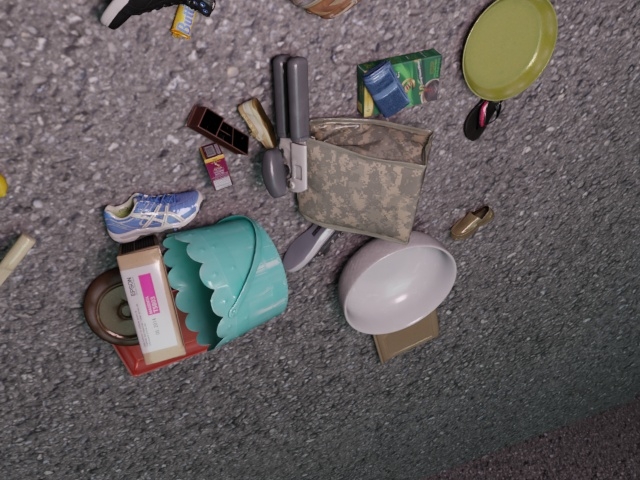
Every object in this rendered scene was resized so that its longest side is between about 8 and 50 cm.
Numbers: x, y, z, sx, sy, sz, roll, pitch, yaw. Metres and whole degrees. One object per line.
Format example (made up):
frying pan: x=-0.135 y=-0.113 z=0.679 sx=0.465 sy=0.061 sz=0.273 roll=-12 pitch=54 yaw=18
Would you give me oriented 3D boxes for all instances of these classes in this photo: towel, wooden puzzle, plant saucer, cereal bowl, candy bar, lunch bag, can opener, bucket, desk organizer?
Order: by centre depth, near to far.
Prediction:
candy bar: x=-0.218 y=-0.422 z=0.960 sx=0.040 sy=0.018 sz=0.161 roll=9 pitch=124 yaw=-32
desk organizer: x=-0.197 y=-0.218 z=1.119 sx=0.130 sy=0.050 sz=0.047 roll=27 pitch=85 yaw=-41
can opener: x=-0.072 y=-0.220 z=1.122 sx=0.095 sy=0.076 sz=0.283 roll=-31 pitch=130 yaw=-42
towel: x=0.138 y=-0.313 z=1.171 sx=0.067 sy=0.029 sz=0.119 roll=-35 pitch=136 yaw=7
bucket: x=-0.210 y=0.084 z=1.237 sx=0.183 sy=0.281 sz=0.281 roll=-21 pitch=137 yaw=-30
lunch bag: x=0.084 y=-0.142 z=1.248 sx=0.287 sy=0.168 sz=0.235 roll=12 pitch=135 yaw=9
plant saucer: x=0.414 y=-0.433 z=1.249 sx=0.241 sy=0.037 sz=0.240 roll=-12 pitch=127 yaw=-16
plant saucer: x=-0.442 y=0.158 z=1.291 sx=0.199 sy=0.036 sz=0.198 roll=-4 pitch=104 yaw=-15
plant saucer: x=-0.395 y=0.216 z=1.423 sx=0.259 sy=0.047 sz=0.258 roll=-19 pitch=134 yaw=-11
cereal bowl: x=0.195 y=0.099 z=1.551 sx=0.339 sy=0.141 sz=0.338 roll=-14 pitch=133 yaw=-15
wooden puzzle: x=0.281 y=0.288 z=1.841 sx=0.239 sy=0.044 sz=0.220 roll=-28 pitch=136 yaw=-9

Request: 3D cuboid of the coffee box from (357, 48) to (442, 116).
coffee box: x=0.170 y=-0.341 z=1.214 sx=0.184 sy=0.040 sz=0.113 roll=-15 pitch=134 yaw=-14

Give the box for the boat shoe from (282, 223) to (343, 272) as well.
boat shoe: x=0.000 y=0.000 z=1.415 sx=0.076 sy=0.080 sz=0.228 roll=31 pitch=103 yaw=-40

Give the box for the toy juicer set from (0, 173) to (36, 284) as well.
toy juicer set: x=-0.661 y=-0.041 z=1.036 sx=0.209 sy=0.089 sz=0.328 roll=-35 pitch=129 yaw=-12

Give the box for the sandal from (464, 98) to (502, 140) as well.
sandal: x=0.410 y=-0.318 z=1.357 sx=0.067 sy=0.040 sz=0.179 roll=10 pitch=124 yaw=-33

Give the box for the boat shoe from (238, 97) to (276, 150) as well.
boat shoe: x=-0.129 y=-0.236 z=1.158 sx=0.045 sy=0.050 sz=0.135 roll=-10 pitch=139 yaw=13

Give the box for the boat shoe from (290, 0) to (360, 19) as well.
boat shoe: x=0.093 y=-0.495 z=0.956 sx=0.325 sy=0.123 sz=0.116 roll=-22 pitch=156 yaw=29

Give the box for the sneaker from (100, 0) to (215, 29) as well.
sneaker: x=-0.244 y=-0.392 z=0.910 sx=0.217 sy=0.079 sz=0.121 roll=-39 pitch=121 yaw=13

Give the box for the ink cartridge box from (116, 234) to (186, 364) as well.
ink cartridge box: x=-0.358 y=0.117 z=1.184 sx=0.088 sy=0.193 sz=0.234 roll=-13 pitch=101 yaw=-15

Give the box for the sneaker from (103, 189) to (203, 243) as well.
sneaker: x=-0.349 y=-0.061 z=1.173 sx=0.211 sy=0.080 sz=0.081 roll=-22 pitch=137 yaw=-9

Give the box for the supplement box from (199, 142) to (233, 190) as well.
supplement box: x=-0.218 y=-0.155 z=1.173 sx=0.043 sy=0.055 sz=0.083 roll=-20 pitch=136 yaw=-10

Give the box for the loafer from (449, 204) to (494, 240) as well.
loafer: x=0.429 y=-0.055 z=1.598 sx=0.148 sy=0.056 sz=0.050 roll=-35 pitch=136 yaw=-9
